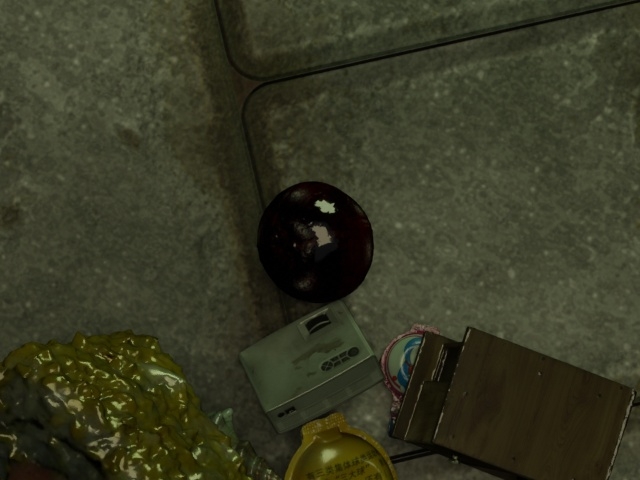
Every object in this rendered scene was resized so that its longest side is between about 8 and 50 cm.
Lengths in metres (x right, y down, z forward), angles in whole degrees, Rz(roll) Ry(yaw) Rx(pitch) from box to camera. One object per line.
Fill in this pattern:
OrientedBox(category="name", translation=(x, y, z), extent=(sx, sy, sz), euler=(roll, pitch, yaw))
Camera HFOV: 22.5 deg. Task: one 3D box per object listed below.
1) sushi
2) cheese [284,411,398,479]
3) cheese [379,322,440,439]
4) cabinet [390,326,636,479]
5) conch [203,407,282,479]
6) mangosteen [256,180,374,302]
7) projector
OrientedBox(category="sushi", translation=(-0.275, 0.325, 1.792), extent=(0.351, 0.240, 0.396), euler=(48, 110, 13))
OrientedBox(category="cheese", translation=(0.035, 0.341, 1.918), extent=(0.177, 0.069, 0.270), euler=(-17, 92, -36))
OrientedBox(category="cheese", translation=(0.116, 0.174, 1.976), extent=(0.095, 0.038, 0.145), euler=(11, 80, 0))
OrientedBox(category="cabinet", translation=(0.218, 0.207, 1.885), extent=(0.215, 0.175, 0.148), euler=(22, 81, -12))
OrientedBox(category="conch", translation=(-0.152, 0.272, 1.928), extent=(0.233, 0.114, 0.137), euler=(-12, 71, 31))
OrientedBox(category="mangosteen", translation=(0.000, 0.000, 1.957), extent=(0.152, 0.152, 0.153), euler=(0, 81, -2))
OrientedBox(category="projector", translation=(-0.011, 0.154, 1.942), extent=(0.147, 0.061, 0.115), euler=(-28, 44, -3))
